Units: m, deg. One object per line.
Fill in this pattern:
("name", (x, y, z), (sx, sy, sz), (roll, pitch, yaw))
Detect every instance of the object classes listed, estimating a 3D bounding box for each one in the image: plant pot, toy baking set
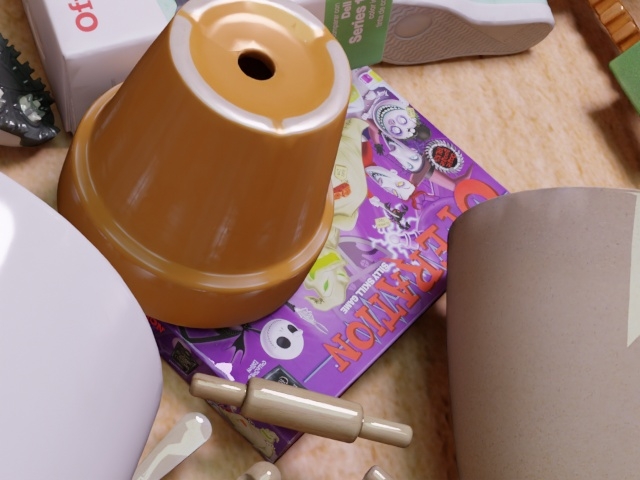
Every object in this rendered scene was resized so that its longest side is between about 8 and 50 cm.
("plant pot", (-0.069, -0.071, 0.875), (0.205, 0.188, 0.205), (12, 53, -16))
("plant pot", (0.197, 0.138, 0.894), (0.256, 0.256, 0.274), (17, 68, -12))
("toy baking set", (-0.047, 0.187, 0.831), (0.256, 0.030, 0.197), (19, 68, -7))

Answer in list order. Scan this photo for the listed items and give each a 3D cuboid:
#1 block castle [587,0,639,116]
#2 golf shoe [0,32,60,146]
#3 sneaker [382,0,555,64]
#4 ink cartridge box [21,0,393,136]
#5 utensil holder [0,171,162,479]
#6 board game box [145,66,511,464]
("block castle", (0.405, -0.202, 1.131), (0.213, 0.303, 0.453), (18, 43, -57))
("golf shoe", (-0.330, -0.123, 0.919), (0.273, 0.120, 0.105), (21, 41, -39))
("sneaker", (0.103, -0.258, 1.201), (0.256, 0.094, 0.151), (-6, 65, -38))
("ink cartridge box", (-0.106, -0.223, 1.027), (0.278, 0.117, 0.201), (-17, 63, -14))
("utensil holder", (-0.283, 0.172, 0.588), (0.327, 0.327, 0.385), (27, 47, -5))
("board game box", (0.000, 0.000, 1.008), (0.208, 0.056, 0.347), (45, 51, 5))
